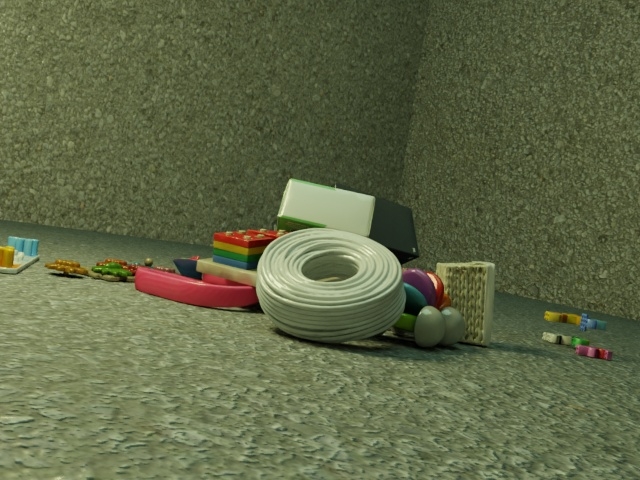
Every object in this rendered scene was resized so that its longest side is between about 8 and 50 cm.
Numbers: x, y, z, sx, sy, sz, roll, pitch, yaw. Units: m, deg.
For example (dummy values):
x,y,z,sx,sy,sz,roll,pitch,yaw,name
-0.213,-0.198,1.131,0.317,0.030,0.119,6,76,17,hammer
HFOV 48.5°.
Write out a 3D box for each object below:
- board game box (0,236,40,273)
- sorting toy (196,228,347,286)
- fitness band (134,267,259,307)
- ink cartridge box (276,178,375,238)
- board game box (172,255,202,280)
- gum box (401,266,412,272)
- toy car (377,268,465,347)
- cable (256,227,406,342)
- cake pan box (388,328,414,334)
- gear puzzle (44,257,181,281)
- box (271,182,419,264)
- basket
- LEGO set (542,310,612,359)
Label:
x,y,z,sx,sy,sz,roll,pitch,yaw,name
-0.823,0.004,1.512,0.390,0.050,0.390,9,1,-15,board game box
-0.078,0.034,1.493,0.257,0.089,0.255,12,10,30,sorting toy
-0.249,0.094,1.466,0.291,0.054,0.209,8,0,36,fitness band
0.000,0.000,1.724,0.211,0.121,0.289,13,-33,0,ink cartridge box
-0.264,0.065,1.639,0.133,0.033,0.168,12,-24,9,board game box
0.216,0.130,2.121,0.062,0.107,0.188,9,1,-28,gum box
0.178,0.121,1.324,0.159,0.136,0.182,10,1,38,toy car
0.018,0.070,1.219,0.257,0.089,0.257,-3,30,-4,cable
0.100,0.141,1.556,0.267,0.070,0.246,9,3,5,cake pan box
-0.477,0.059,1.612,0.176,0.044,0.339,10,1,33,gear puzzle
0.077,-0.003,2.235,0.343,0.178,0.313,15,-31,-40,box
0.290,0.124,1.452,0.103,0.167,0.113,4,1,-2,basket
0.564,0.203,1.617,0.093,0.087,0.227,9,0,-9,LEGO set
